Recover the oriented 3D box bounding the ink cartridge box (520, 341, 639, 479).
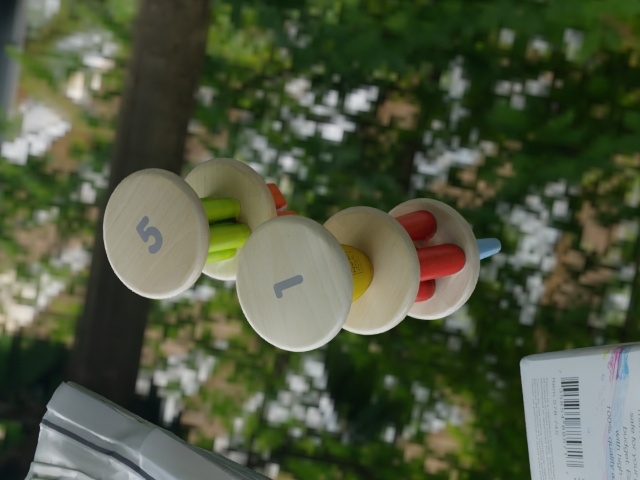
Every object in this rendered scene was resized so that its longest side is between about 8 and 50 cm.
[{"bbox_3d":[0.177,0.101,0.750,0.127,0.128,0.176,-3,176,-16],"label":"ink cartridge box"}]

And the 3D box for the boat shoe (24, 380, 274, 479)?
[{"bbox_3d":[-0.084,0.136,0.936,0.083,0.076,0.226,28,174,-29],"label":"boat shoe"}]

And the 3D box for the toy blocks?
[{"bbox_3d":[0.000,0.000,0.774,0.123,0.054,0.148,19,-165,30],"label":"toy blocks"}]
